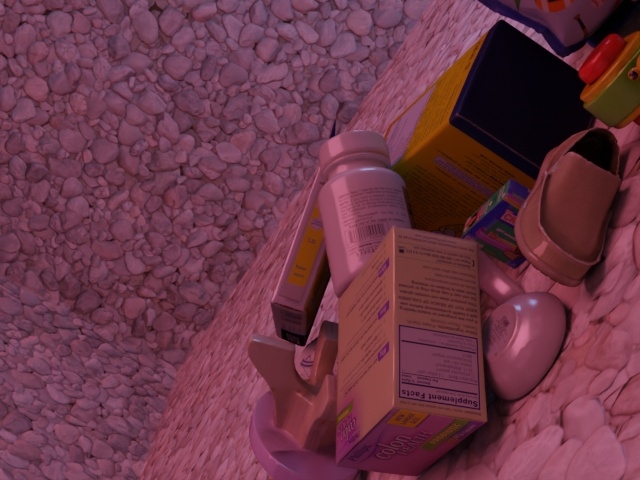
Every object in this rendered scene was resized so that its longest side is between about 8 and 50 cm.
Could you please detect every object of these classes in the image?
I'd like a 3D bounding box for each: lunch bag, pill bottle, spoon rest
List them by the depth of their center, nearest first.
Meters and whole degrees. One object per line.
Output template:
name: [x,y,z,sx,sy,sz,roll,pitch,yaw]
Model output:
spoon rest: [0.232,0.093,1.348,0.137,0.084,0.276,-57,23,19]
pill bottle: [0.065,-0.034,1.548,0.131,0.131,0.229,-46,47,51]
lunch bag: [0.409,-0.461,1.604,0.328,0.239,0.385,-56,-10,23]

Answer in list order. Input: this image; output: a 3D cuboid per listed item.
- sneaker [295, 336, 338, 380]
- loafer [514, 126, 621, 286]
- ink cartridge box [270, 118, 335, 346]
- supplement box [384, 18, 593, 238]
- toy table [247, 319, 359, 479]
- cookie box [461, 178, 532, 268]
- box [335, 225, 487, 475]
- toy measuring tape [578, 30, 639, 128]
sneaker: [0.036,0.211,1.810,0.296,0.112,0.131,-53,11,32]
loafer: [0.304,-0.053,1.306,0.092,0.102,0.268,-58,7,41]
ink cartridge box: [0.000,0.000,1.775,0.303,0.072,0.307,87,-156,-75]
supplement box: [0.228,-0.133,1.651,0.194,0.195,0.356,-64,12,-28]
toy table: [-0.005,0.238,1.615,0.274,0.252,0.161,-119,44,-63]
cookie box: [0.259,-0.022,1.465,0.107,0.092,0.040,-49,16,46]
box: [0.108,0.143,1.363,0.213,0.117,0.243,122,155,-55]
toy measuring tape: [0.374,-0.195,1.393,0.121,0.121,0.330,-58,1,1]
